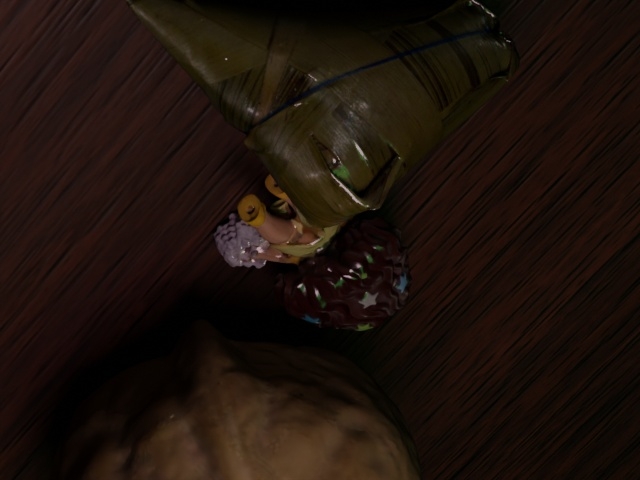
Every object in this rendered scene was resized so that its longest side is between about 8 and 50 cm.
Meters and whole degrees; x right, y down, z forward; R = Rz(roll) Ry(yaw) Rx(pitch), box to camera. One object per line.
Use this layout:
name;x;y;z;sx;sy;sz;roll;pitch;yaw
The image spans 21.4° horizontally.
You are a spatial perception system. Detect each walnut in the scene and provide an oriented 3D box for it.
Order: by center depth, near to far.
walnut;-0.079;0.248;1.605;0.381;0.381;0.381;-13;133;-14

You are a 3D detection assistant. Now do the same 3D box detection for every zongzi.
zongzi;0.004;-0.185;1.467;0.260;0.123;0.289;-42;96;-23

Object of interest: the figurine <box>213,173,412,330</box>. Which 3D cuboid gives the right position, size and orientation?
figurine;0.001;0.001;1.595;0.175;0.116;0.240;-38;134;9
